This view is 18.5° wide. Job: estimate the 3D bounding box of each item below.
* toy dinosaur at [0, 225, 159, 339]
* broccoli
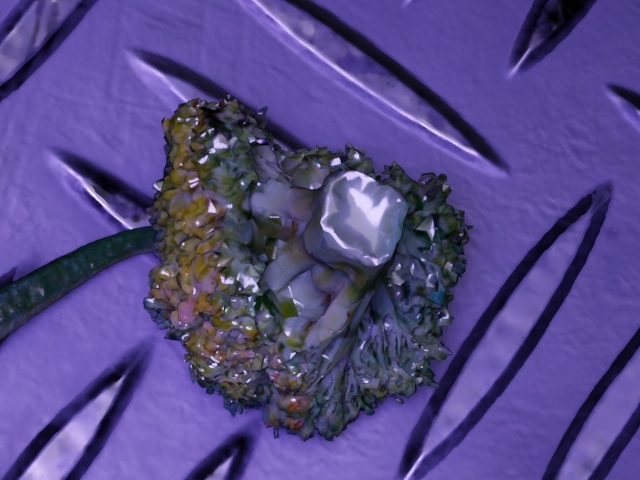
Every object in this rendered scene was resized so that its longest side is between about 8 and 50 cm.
[{"bbox_3d":[-0.303,0.043,1.089,0.447,0.087,0.301,22,72,-8],"label":"toy dinosaur"},{"bbox_3d":[0.000,0.000,1.086,0.219,0.194,0.194,46,72,-1],"label":"broccoli"}]
